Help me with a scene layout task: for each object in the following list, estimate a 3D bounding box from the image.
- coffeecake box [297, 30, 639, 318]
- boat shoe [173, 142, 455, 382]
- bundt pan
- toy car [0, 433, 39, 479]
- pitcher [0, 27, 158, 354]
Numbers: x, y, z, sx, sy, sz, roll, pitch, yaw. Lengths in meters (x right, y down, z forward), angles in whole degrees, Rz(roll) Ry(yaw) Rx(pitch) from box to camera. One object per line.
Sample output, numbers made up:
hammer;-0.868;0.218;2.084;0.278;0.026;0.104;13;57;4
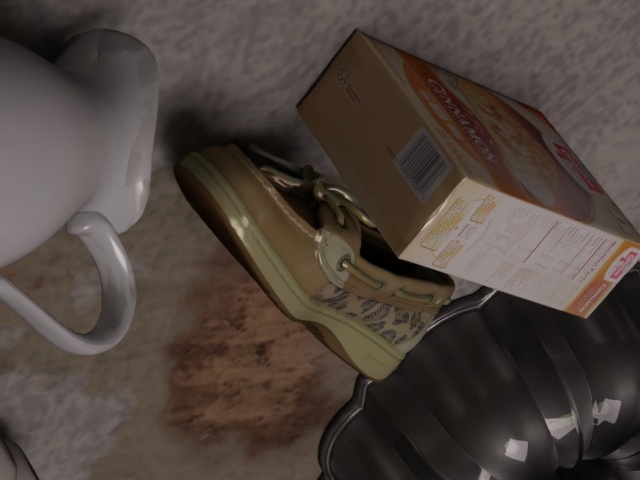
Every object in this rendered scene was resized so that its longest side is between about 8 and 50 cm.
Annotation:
coffeecake box;0.096;-0.038;1.209;0.185;0.142;0.068;18;119;-44
boat shoe;0.000;0.000;1.227;0.089;0.104;0.285;-42;151;3
bundt pan;0.168;0.172;1.491;0.330;0.124;0.331;-19;139;-18
toy car;-0.244;0.198;1.206;0.159;0.136;0.182;-28;162;-5
pitcher;-0.165;-0.021;0.989;0.125;0.178;0.207;-8;-179;30
